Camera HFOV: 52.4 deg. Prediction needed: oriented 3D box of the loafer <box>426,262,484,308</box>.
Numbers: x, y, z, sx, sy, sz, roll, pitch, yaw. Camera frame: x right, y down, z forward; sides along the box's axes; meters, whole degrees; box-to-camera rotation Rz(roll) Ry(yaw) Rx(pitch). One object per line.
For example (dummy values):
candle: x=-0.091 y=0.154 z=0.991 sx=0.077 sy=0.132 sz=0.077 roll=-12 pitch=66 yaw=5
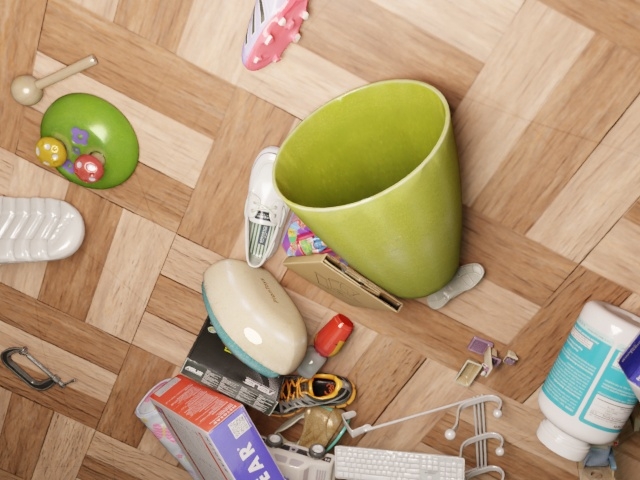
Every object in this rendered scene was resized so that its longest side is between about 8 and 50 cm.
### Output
loafer: x=0.249 y=0.080 z=1.187 sx=0.125 sy=0.039 sz=0.045 roll=-41 pitch=73 yaw=27

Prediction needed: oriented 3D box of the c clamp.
c clamp: x=-0.666 y=0.298 z=1.523 sx=0.137 sy=0.022 sz=0.161 roll=-33 pitch=111 yaw=33

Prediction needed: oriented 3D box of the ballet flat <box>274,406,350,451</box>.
ballet flat: x=-0.058 y=0.477 z=1.457 sx=0.124 sy=0.116 sz=0.342 roll=33 pitch=121 yaw=7

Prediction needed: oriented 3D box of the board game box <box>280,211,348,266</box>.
board game box: x=0.000 y=0.000 z=1.187 sx=0.133 sy=0.033 sz=0.168 roll=22 pitch=123 yaw=-2

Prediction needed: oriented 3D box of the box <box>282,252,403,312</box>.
box: x=0.034 y=0.075 z=1.146 sx=0.164 sy=0.021 sz=0.201 roll=34 pitch=166 yaw=-17

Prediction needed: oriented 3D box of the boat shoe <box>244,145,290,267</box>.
boat shoe: x=-0.092 y=-0.051 z=1.148 sx=0.083 sy=0.076 sz=0.226 roll=9 pitch=123 yaw=6

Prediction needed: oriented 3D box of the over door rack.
over door rack: x=0.223 y=0.454 z=1.347 sx=0.324 sy=0.108 sz=0.239 roll=-9 pitch=119 yaw=3

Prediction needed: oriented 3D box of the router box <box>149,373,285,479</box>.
router box: x=-0.181 y=0.451 z=1.304 sx=0.301 sy=0.082 sz=0.335 roll=2 pitch=122 yaw=56

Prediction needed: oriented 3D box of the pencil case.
pencil case: x=-0.294 y=0.440 z=1.476 sx=0.124 sy=0.113 sz=0.273 roll=-30 pitch=112 yaw=13

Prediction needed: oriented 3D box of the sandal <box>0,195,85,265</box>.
sandal: x=-0.659 y=-0.016 z=1.269 sx=0.416 sy=0.169 sz=0.102 roll=9 pitch=163 yaw=6

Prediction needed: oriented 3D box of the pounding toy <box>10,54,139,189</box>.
pounding toy: x=-0.431 y=-0.176 z=1.122 sx=0.183 sy=0.110 sz=0.237 roll=-10 pitch=119 yaw=17

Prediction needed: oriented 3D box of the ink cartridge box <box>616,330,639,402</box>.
ink cartridge box: x=0.615 y=0.235 z=1.077 sx=0.176 sy=0.069 sz=0.371 roll=-48 pitch=125 yaw=-7

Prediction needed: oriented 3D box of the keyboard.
keyboard: x=0.154 y=0.452 z=1.289 sx=0.256 sy=0.014 sz=0.072 roll=1 pitch=97 yaw=13

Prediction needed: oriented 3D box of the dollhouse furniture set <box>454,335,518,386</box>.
dollhouse furniture set: x=0.315 y=0.264 z=1.255 sx=0.091 sy=0.081 sz=0.114 roll=22 pitch=123 yaw=-2

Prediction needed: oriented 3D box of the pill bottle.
pill bottle: x=0.476 y=0.248 z=1.132 sx=0.146 sy=0.146 sz=0.264 roll=22 pitch=104 yaw=-2

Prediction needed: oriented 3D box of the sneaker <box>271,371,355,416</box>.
sneaker: x=-0.038 y=0.310 z=1.346 sx=0.215 sy=0.084 sz=0.083 roll=-11 pitch=153 yaw=8

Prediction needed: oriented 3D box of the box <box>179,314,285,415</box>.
box: x=-0.159 y=0.233 z=1.273 sx=0.191 sy=0.184 sz=0.045 roll=28 pitch=112 yaw=-5

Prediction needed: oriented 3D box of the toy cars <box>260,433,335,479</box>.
toy cars: x=0.005 y=0.555 z=1.362 sx=0.176 sy=0.087 sz=0.393 roll=-39 pitch=97 yaw=24

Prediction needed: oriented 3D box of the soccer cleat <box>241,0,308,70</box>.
soccer cleat: x=-0.061 y=-0.366 z=0.956 sx=0.095 sy=0.083 sz=0.248 roll=48 pitch=129 yaw=16

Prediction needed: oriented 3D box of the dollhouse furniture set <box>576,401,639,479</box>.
dollhouse furniture set: x=0.586 y=0.382 z=1.243 sx=0.184 sy=0.129 sz=0.129 roll=-4 pitch=120 yaw=15

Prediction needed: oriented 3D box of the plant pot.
plant pot: x=0.112 y=-0.050 z=1.022 sx=0.275 sy=0.275 sz=0.293 roll=-15 pitch=133 yaw=20

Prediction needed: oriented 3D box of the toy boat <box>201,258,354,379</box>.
toy boat: x=-0.081 y=0.173 z=1.208 sx=0.318 sy=0.267 sz=0.148 roll=25 pitch=110 yaw=-39
